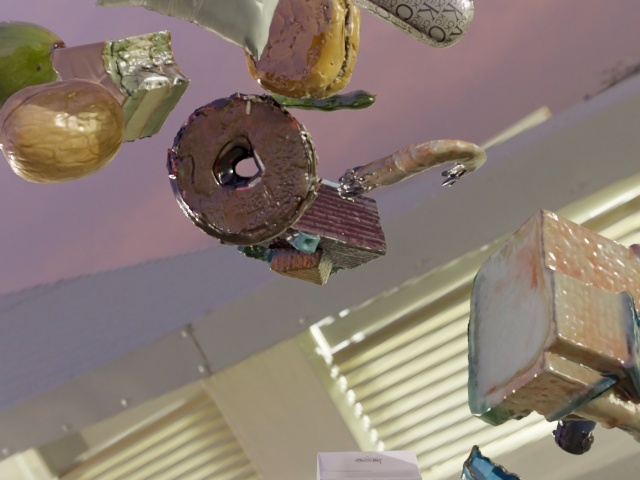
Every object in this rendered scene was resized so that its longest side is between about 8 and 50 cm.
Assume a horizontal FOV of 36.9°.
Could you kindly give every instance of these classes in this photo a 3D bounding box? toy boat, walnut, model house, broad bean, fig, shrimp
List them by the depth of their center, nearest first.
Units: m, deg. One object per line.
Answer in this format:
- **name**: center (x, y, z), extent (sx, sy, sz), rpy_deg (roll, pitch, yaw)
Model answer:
- **shrimp**: center (0.131, -0.101, 1.356), extent (0.219, 0.046, 0.152), rpy_deg (-17, -14, 32)
- **model house**: center (0.400, 0.153, 1.442), extent (0.245, 0.280, 0.312), rpy_deg (-53, 21, 45)
- **walnut**: center (-0.405, -0.171, 1.509), extent (0.197, 0.165, 0.165), rpy_deg (-18, -9, -34)
- **toy boat**: center (0.362, 0.477, 1.880), extent (0.075, 0.185, 0.077), rpy_deg (-42, -16, -45)
- **model house**: center (0.000, 0.000, 2.041), extent (0.229, 0.281, 0.249), rpy_deg (-69, 26, 16)
- **fig**: center (-0.655, -0.385, 2.098), extent (0.225, 0.202, 0.203), rpy_deg (-10, 9, 31)
- **broad bean**: center (-0.003, -0.310, 2.127), extent (0.256, 0.052, 0.052), rpy_deg (1, -27, 1)

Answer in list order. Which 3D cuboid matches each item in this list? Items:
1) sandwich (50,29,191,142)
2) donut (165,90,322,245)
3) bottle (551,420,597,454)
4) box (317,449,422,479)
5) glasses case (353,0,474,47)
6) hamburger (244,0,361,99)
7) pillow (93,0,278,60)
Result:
- **sandwich**: center (-0.374, -0.325, 1.776), extent (0.155, 0.227, 0.198), rpy_deg (-21, -18, -42)
- **donut**: center (-0.131, -0.122, 1.655), extent (0.270, 0.269, 0.103), rpy_deg (-31, -3, 4)
- **bottle**: center (0.477, 0.264, 1.721), extent (0.072, 0.244, 0.082), rpy_deg (0, 18, -33)
- **box**: center (0.089, 0.542, 1.848), extent (0.195, 0.260, 0.111), rpy_deg (1, 16, -4)
- **glasses case**: center (0.155, -0.529, 2.020), extent (0.137, 0.355, 0.085), rpy_deg (-56, -11, -10)
- **hamburger**: center (-0.032, -0.334, 1.628), extent (0.214, 0.213, 0.108), rpy_deg (-32, -21, 29)
- **pillow**: center (-0.182, -0.357, 1.343), extent (0.078, 0.254, 0.144), rpy_deg (-126, 54, -84)
